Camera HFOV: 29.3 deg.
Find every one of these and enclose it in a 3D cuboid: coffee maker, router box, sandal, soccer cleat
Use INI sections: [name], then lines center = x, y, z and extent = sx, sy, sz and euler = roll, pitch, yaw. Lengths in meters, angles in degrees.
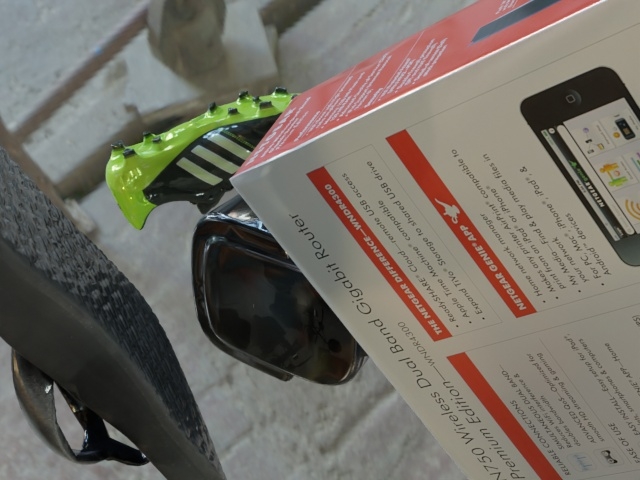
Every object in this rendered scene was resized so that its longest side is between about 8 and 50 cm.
[coffee maker]
center = 0.000, 0.000, 0.773
extent = 0.171, 0.120, 0.178
euler = -2, 25, 41
[router box]
center = 0.170, 0.029, 0.568
extent = 0.301, 0.335, 0.082
euler = -20, 25, 42
[sandal]
center = -0.107, 0.037, 0.493
extent = 0.054, 0.254, 0.097
euler = -29, 47, 1
[soccer cleat]
center = -0.079, -0.066, 0.954
extent = 0.179, 0.072, 0.060
euler = -23, 26, -15
